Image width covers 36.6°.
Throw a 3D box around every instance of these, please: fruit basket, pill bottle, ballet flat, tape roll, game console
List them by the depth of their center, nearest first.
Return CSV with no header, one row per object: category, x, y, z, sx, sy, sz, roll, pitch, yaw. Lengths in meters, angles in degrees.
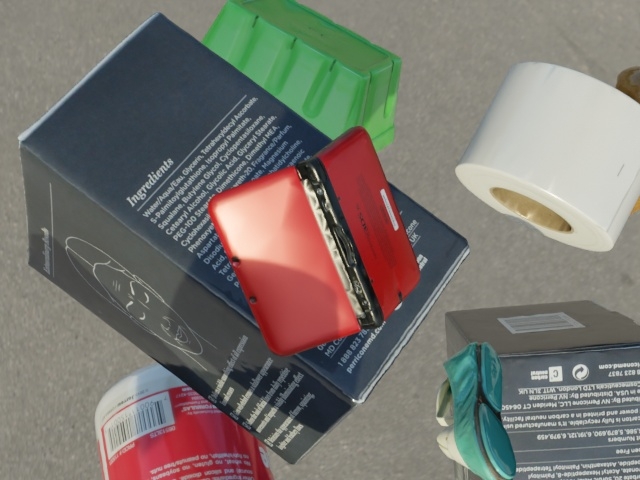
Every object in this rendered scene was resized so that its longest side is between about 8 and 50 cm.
game console,0.000,0.000,0.767,0.124,0.085,0.144,-42,116,-48
ballet flat,0.185,0.223,1.190,0.083,0.087,0.247,48,24,-21
pill bottle,-0.161,0.381,1.286,0.229,0.229,0.408,-4,51,-20
tape roll,0.333,-0.114,1.358,0.246,0.246,0.169,30,85,-3
fruit basket,-0.057,-0.231,1.784,0.392,0.392,0.283,44,35,6

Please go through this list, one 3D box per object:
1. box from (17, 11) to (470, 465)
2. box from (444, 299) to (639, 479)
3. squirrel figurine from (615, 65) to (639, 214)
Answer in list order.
box,-0.096,0.015,1.027,0.395,0.293,0.212,37,63,3
box,0.384,0.368,1.606,0.297,0.480,0.472,-5,93,2
squirrel figurine,0.583,-0.100,1.560,0.370,0.281,0.397,-31,74,13
